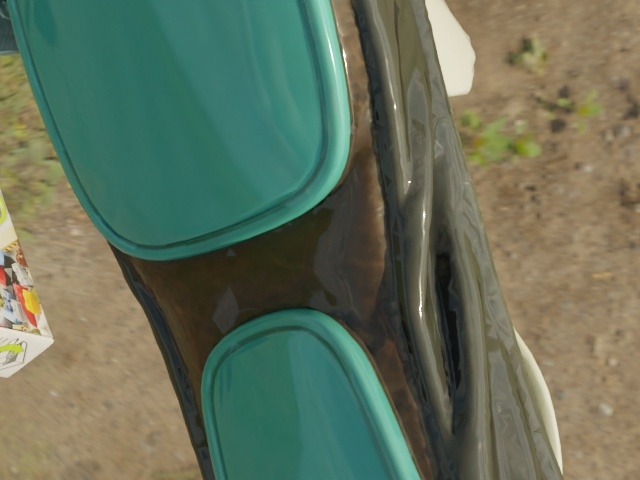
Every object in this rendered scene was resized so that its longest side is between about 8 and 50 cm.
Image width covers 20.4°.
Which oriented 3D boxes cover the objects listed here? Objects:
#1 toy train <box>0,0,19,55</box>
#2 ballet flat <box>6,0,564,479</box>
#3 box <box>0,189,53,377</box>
[{"bbox_3d":[-0.134,-0.192,1.118,0.334,0.142,0.190,50,62,-44],"label":"toy train"},{"bbox_3d":[0.000,0.000,0.416,0.096,0.095,0.280,-23,99,-56],"label":"ballet flat"},{"bbox_3d":[-0.205,-0.037,0.838,0.114,0.036,0.207,18,42,-54],"label":"box"}]
